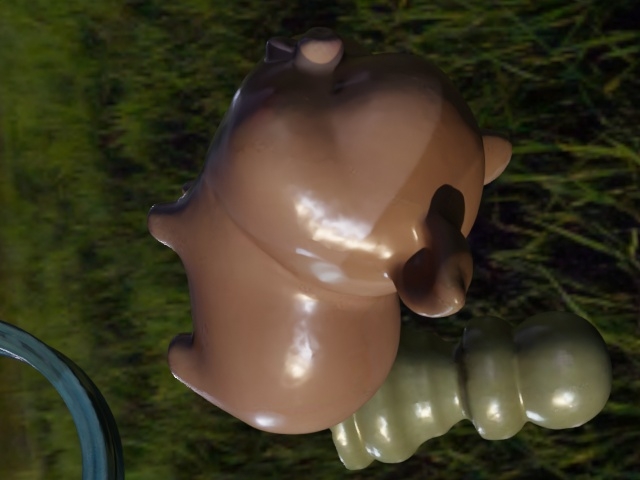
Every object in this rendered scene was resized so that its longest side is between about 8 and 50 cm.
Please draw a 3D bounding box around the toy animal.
[{"bbox_3d":[0.000,0.000,0.840,0.237,0.269,0.326,-59,-33,-58],"label":"toy animal"}]

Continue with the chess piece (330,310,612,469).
[{"bbox_3d":[0.139,0.127,1.020,0.144,0.251,0.144,-9,-90,-75],"label":"chess piece"}]

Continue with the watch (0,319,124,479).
[{"bbox_3d":[-0.200,0.142,0.590,0.211,0.193,0.211,61,170,18],"label":"watch"}]
